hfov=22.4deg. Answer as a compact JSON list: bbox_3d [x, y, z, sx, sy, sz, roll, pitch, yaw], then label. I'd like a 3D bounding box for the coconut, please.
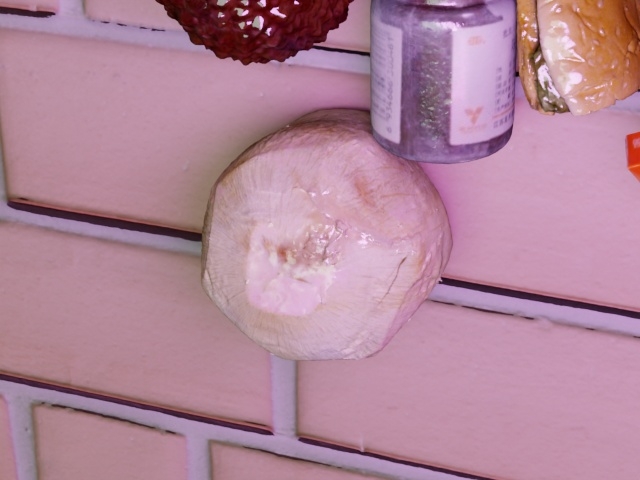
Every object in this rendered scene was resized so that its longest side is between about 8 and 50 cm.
[{"bbox_3d":[0.000,0.000,1.911,0.297,0.254,0.297,9,119,16],"label":"coconut"}]

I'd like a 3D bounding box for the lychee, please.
[{"bbox_3d":[-0.065,-0.322,1.756,0.300,0.264,0.264,31,134,52],"label":"lychee"}]

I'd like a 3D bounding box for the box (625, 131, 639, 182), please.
[{"bbox_3d":[0.495,-0.066,1.701,0.273,0.048,0.265,-15,149,28],"label":"box"}]

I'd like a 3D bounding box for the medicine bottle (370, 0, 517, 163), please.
[{"bbox_3d":[0.137,-0.236,1.785,0.165,0.165,0.273,10,118,18],"label":"medicine bottle"}]

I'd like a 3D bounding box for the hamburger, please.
[{"bbox_3d":[0.279,-0.245,1.735,0.135,0.155,0.208,-2,107,19],"label":"hamburger"}]
